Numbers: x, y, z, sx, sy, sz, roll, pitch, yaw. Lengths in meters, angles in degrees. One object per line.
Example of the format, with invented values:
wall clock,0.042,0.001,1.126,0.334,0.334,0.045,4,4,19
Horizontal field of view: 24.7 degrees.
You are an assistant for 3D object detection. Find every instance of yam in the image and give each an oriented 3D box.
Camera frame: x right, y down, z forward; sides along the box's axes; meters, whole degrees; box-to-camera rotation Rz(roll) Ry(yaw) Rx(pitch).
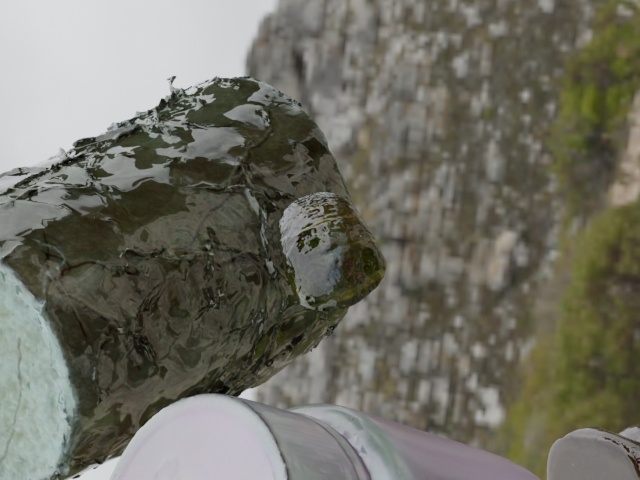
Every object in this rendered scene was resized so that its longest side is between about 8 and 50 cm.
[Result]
yam,-0.140,0.026,1.008,0.348,0.241,0.241,-30,-49,-49

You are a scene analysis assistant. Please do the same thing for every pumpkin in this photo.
pumpkin,0.001,-0.001,0.748,0.083,0.050,0.028,-119,7,-49

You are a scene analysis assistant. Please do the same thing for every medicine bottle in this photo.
medicine bottle,0.016,0.166,0.765,0.254,0.152,0.152,23,-110,-46

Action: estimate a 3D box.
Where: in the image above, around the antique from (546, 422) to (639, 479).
antique,0.322,0.230,1.226,0.257,0.143,0.121,20,107,60
